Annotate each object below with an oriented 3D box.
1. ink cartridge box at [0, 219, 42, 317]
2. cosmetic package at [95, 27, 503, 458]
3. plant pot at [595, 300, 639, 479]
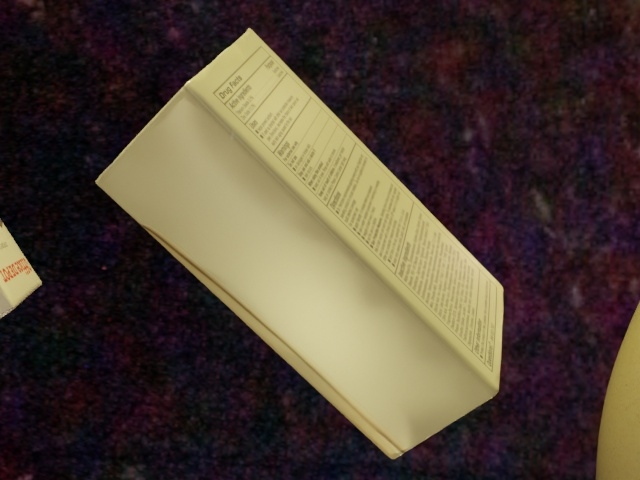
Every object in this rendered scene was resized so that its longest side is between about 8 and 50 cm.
[{"bbox_3d":[-0.330,-0.029,0.680,0.100,0.172,0.237,-31,99,-7],"label":"ink cartridge box"},{"bbox_3d":[0.000,0.000,0.677,0.309,0.113,0.160,44,28,-10],"label":"cosmetic package"},{"bbox_3d":[0.297,0.099,0.537,0.284,0.284,0.191,0,76,-53],"label":"plant pot"}]
